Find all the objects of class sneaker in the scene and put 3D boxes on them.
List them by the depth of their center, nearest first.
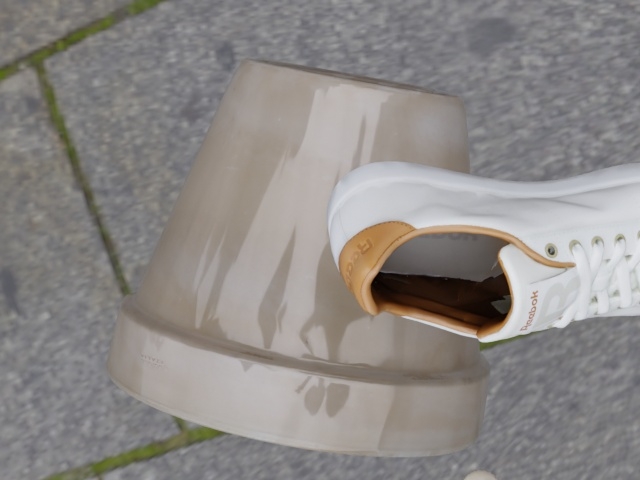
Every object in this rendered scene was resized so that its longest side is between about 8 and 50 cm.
[{"bbox_3d":[0.151,0.023,0.967,0.290,0.123,0.106,1,122,-5],"label":"sneaker"}]

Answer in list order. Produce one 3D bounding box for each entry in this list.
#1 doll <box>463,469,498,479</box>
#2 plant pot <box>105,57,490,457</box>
[{"bbox_3d":[0.038,0.140,0.572,0.046,0.129,0.189,36,151,-12],"label":"doll"},{"bbox_3d":[0.000,0.000,1.331,0.323,0.323,0.280,13,99,22],"label":"plant pot"}]
